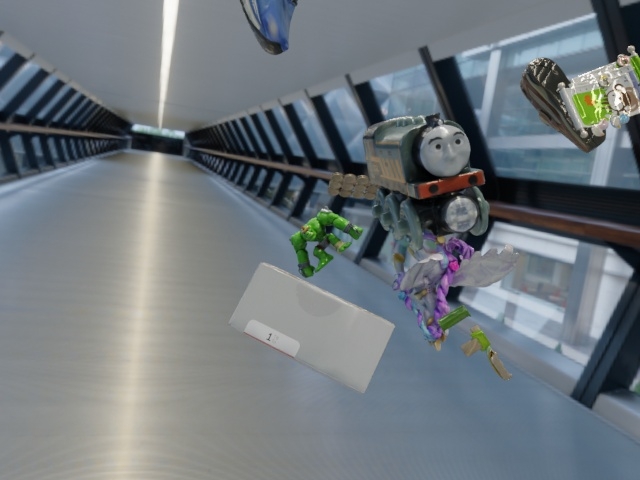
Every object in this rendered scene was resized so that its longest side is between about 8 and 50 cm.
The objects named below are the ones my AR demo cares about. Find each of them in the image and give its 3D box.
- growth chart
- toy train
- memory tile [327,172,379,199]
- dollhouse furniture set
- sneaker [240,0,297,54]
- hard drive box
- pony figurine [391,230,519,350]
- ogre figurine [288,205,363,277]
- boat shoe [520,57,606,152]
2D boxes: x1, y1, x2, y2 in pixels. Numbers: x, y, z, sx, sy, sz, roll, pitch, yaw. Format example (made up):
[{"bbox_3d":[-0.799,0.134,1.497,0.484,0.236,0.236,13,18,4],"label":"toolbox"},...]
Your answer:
[{"bbox_3d":[0.697,-0.353,1.296,0.238,0.171,0.021,-26,-13,-4],"label":"growth chart"},{"bbox_3d":[0.153,-0.103,0.854,0.143,0.190,0.334,-14,12,-4],"label":"toy train"},{"bbox_3d":[0.097,-0.157,1.555,0.148,0.012,0.113,6,-28,-4],"label":"memory tile"},{"bbox_3d":[0.282,0.198,0.987,0.059,0.151,0.076,-34,7,7],"label":"dollhouse furniture set"},{"bbox_3d":[-0.043,-0.450,0.831,0.147,0.329,0.130,5,-6,8],"label":"sneaker"},{"bbox_3d":[-0.003,0.129,0.730,0.181,0.089,0.232,25,-14,12],"label":"hard drive box"},{"bbox_3d":[0.320,0.077,1.479,0.303,0.350,0.363,0,50,-15],"label":"pony figurine"},{"bbox_3d":[0.000,0.000,1.365,0.197,0.118,0.097,-42,-2,41],"label":"ogre figurine"},{"bbox_3d":[0.729,-0.403,1.630,0.123,0.323,0.120,-30,-10,-14],"label":"boat shoe"}]
